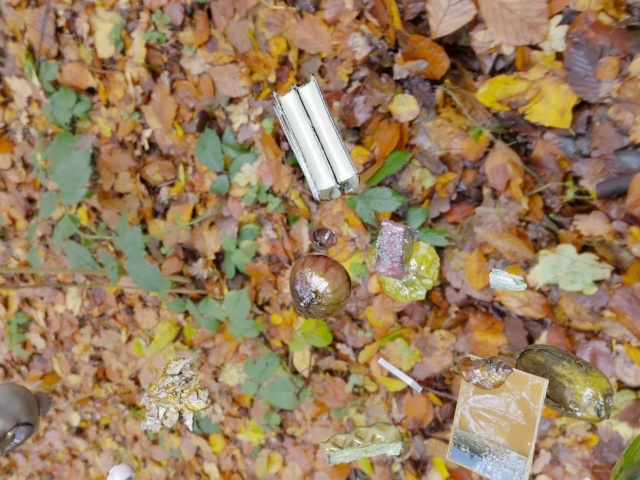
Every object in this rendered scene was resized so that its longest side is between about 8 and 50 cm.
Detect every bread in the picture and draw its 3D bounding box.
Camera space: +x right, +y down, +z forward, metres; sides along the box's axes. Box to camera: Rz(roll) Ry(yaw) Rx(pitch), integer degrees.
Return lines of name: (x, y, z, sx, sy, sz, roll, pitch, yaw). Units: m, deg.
bread: (0.113, 0.555, 1.315, 0.088, 0.231, 0.128, -107, 14, -45)

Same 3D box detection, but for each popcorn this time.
popcorn: (0.327, 0.099, 1.854, 0.276, 0.225, 0.277, 3, 103, 14)

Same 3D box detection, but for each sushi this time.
sushi: (0.215, 0.032, 1.414, 0.107, 0.241, 0.161, 15, 88, 19)

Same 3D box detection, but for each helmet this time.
helmet: (0.000, 0.000, 1.723, 0.057, 0.111, 0.089, 132, 137, -56)

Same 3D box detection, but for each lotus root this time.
lotus root: (0.799, 0.465, 1.607, 0.196, 0.179, 0.397, -65, 20, 0)

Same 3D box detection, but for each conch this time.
conch: (0.403, 0.339, 1.218, 0.086, 0.080, 0.232, 41, 144, -19)

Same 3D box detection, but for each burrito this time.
burrito: (0.604, 0.133, 1.546, 0.118, 0.044, 0.074, 12, 137, 24)

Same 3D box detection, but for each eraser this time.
eraser: (0.282, 0.476, 1.694, 0.150, 0.023, 0.104, 29, 168, 42)

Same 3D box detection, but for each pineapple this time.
pineapple: (-0.372, 0.377, 1.168, 0.334, 0.161, 0.158, -29, 79, 64)

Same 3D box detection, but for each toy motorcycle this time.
toy motorcycle: (-0.590, 0.732, 1.367, 0.112, 0.112, 0.254, 38, 109, 24)

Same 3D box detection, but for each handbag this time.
handbag: (-0.012, -0.307, 1.513, 0.160, 0.237, 0.359, -24, 89, 6)

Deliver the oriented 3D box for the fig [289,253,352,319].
fig: (-0.011, 0.162, 1.645, 0.235, 0.214, 0.235, 37, 153, 22)

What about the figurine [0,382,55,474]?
figurine: (-0.912, 0.518, 1.289, 0.380, 0.248, 0.203, -118, 16, -80)

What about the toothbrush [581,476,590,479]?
toothbrush: (0.531, 0.619, 1.083, 0.024, 0.018, 0.257, 28, 116, 10)

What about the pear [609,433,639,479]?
pear: (0.698, 0.552, 0.896, 0.399, 0.165, 0.399, -177, 90, -70)

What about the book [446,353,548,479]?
book: (0.570, 0.591, 1.568, 0.262, 0.028, 0.374, 12, 93, 38)
